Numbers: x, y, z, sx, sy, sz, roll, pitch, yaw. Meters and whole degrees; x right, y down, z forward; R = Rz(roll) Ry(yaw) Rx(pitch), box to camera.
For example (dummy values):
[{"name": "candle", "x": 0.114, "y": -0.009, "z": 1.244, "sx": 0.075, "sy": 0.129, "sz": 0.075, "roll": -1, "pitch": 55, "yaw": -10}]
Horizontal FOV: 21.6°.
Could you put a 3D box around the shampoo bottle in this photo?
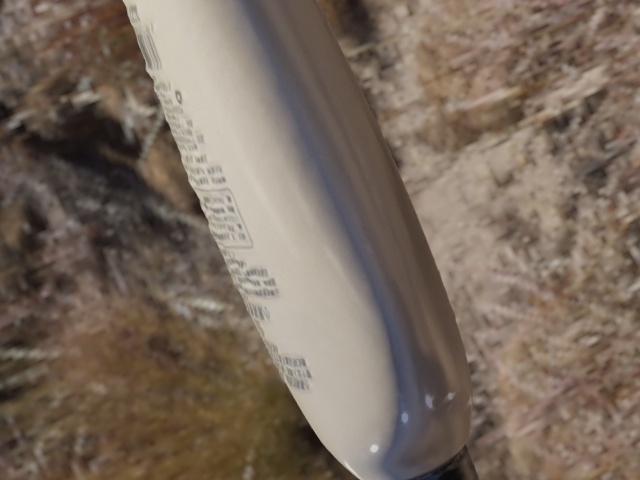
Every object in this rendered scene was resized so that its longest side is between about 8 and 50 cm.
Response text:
[{"name": "shampoo bottle", "x": 0.000, "y": 0.000, "z": 0.676, "sx": 0.257, "sy": 0.078, "sz": 0.127, "roll": 68, "pitch": 165, "yaw": -14}]
